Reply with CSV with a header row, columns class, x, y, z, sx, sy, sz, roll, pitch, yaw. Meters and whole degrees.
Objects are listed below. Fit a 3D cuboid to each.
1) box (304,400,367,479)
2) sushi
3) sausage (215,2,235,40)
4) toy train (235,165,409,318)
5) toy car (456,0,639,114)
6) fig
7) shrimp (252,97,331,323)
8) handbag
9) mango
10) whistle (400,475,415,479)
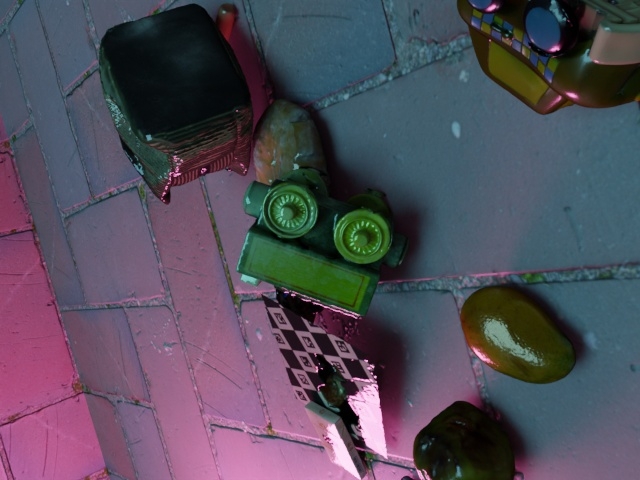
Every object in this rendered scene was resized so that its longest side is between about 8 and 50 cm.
class,x,y,z,sx,sy,sz,roll,pitch,yaw
box,0.031,0.392,1.292,0.090,0.024,0.167,15,136,47
sushi,0.027,0.237,1.204,0.264,0.050,0.290,23,140,38
sausage,-0.187,-0.415,1.269,0.034,0.034,0.083,51,139,24
toy train,0.000,0.000,1.047,0.271,0.159,0.188,20,108,1
toy car,0.263,-0.231,0.712,0.248,0.204,0.198,47,158,30
fig,0.222,0.336,0.993,0.166,0.144,0.154,55,178,-12
shrimp,-0.060,-0.035,1.220,0.221,0.109,0.446,14,111,53
handbag,-0.267,-0.248,1.245,0.240,0.247,0.341,92,153,-58
mango,0.265,0.133,0.904,0.165,0.089,0.115,47,126,23
whistle,0.208,0.463,1.142,0.176,0.033,0.033,20,119,44
